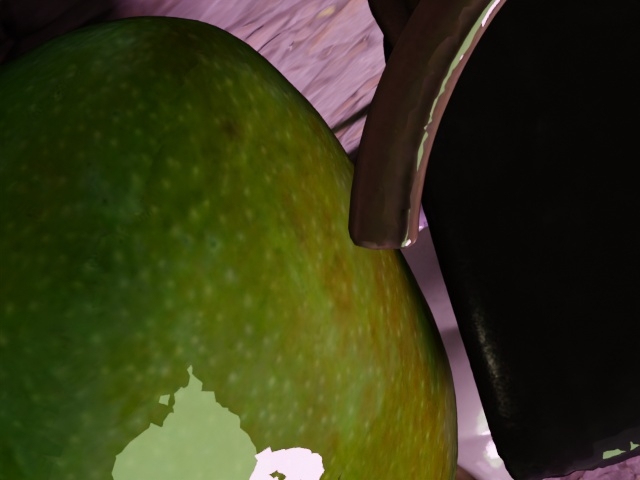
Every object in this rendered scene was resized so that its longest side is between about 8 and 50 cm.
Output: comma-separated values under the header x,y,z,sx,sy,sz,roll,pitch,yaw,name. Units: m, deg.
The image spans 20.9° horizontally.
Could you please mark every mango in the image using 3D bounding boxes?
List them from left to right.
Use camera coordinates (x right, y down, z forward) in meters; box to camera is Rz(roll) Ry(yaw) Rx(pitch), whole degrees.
x,y,z,sx,sy,sz,roll,pitch,yaw,name
-0.058,0.063,0.540,0.225,0.201,0.382,-33,159,-21,mango

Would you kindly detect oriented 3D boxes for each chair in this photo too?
x,y,z,sx,sy,sz,roll,pitch,yaw,name
0.107,-0.033,0.480,0.188,0.166,0.272,-18,-171,6,chair

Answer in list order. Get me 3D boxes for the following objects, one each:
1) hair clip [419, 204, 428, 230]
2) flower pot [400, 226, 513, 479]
x,y,z,sx,sy,sz,roll,pitch,yaw,name
0.000,0.000,0.976,0.106,0.085,0.292,-23,-174,25,hair clip
0.104,0.065,1.231,0.195,0.246,0.246,-64,179,-14,flower pot
